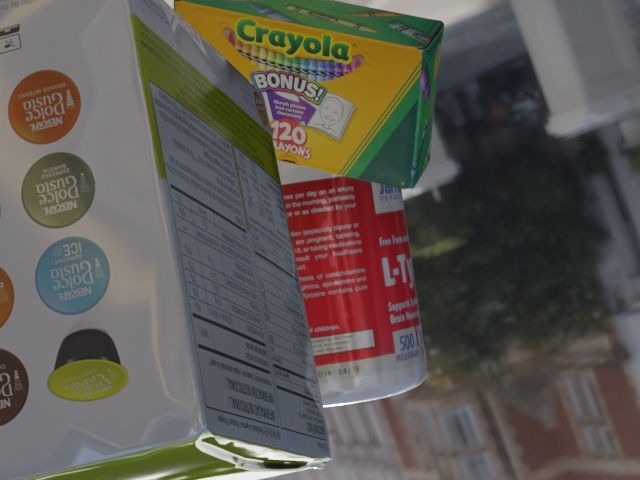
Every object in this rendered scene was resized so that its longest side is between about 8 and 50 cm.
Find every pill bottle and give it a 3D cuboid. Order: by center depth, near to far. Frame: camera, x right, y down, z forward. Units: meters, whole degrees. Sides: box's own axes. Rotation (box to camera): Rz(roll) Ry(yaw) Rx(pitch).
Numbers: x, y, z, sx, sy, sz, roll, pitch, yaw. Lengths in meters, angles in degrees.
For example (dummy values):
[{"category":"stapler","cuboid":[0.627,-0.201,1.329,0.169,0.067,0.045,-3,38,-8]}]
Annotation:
[{"category":"pill bottle","cuboid":[0.000,0.000,2.049,0.229,0.408,0.229,-8,-178,0]}]

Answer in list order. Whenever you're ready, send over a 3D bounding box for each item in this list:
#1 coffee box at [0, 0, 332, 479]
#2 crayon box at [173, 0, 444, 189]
[{"category":"coffee box","cuboid":[-0.216,0.037,1.191,0.337,0.334,0.338,-14,167,11]},{"category":"crayon box","cuboid":[-0.016,-0.170,1.688,0.278,0.165,0.081,13,-147,15]}]
